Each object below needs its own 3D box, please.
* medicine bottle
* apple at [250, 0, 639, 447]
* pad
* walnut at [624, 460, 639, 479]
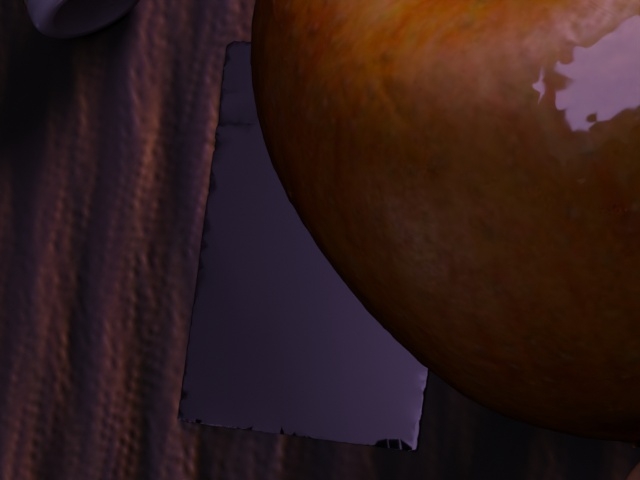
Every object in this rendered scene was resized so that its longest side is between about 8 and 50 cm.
[{"bbox_3d":[-0.171,-0.202,1.256,0.080,0.080,0.130,-33,73,15],"label":"medicine bottle"},{"bbox_3d":[0.163,-0.095,0.961,0.400,0.333,0.400,-5,74,17],"label":"apple"},{"bbox_3d":[0.000,0.000,1.203,0.163,0.004,0.243,6,86,22],"label":"pad"},{"bbox_3d":[0.260,0.164,1.031,0.211,0.087,0.167,-20,68,16],"label":"walnut"}]
